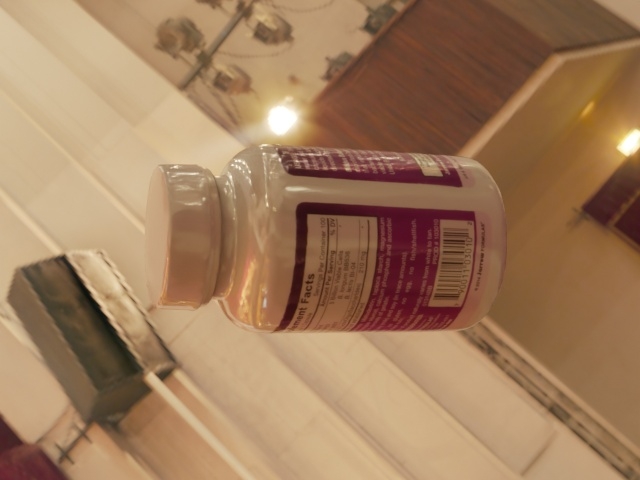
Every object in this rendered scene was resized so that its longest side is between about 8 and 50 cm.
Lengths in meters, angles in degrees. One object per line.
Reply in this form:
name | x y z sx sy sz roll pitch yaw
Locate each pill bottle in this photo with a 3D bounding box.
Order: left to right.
pill bottle | 0.000 0.000 0.850 0.301 0.169 0.169 2 -41 -19
